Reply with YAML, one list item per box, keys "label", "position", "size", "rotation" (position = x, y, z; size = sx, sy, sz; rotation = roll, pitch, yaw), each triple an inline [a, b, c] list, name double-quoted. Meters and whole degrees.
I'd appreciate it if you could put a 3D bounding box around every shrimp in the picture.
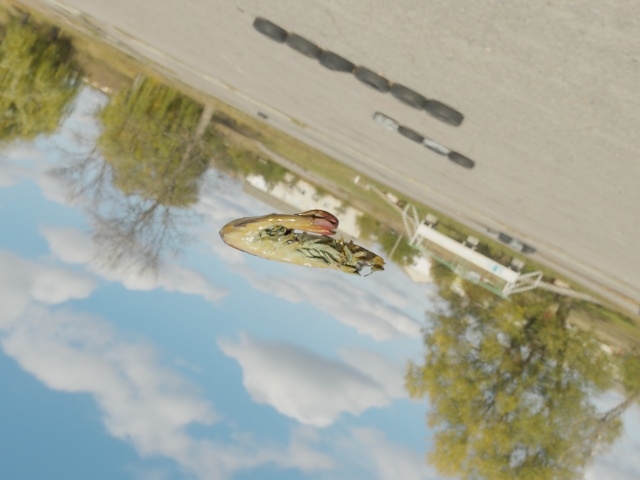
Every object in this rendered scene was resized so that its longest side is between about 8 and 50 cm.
- label: "shrimp"
  position: [0.000, -0.001, 0.606]
  size: [0.179, 0.034, 0.124]
  rotation: [13, 160, -21]
